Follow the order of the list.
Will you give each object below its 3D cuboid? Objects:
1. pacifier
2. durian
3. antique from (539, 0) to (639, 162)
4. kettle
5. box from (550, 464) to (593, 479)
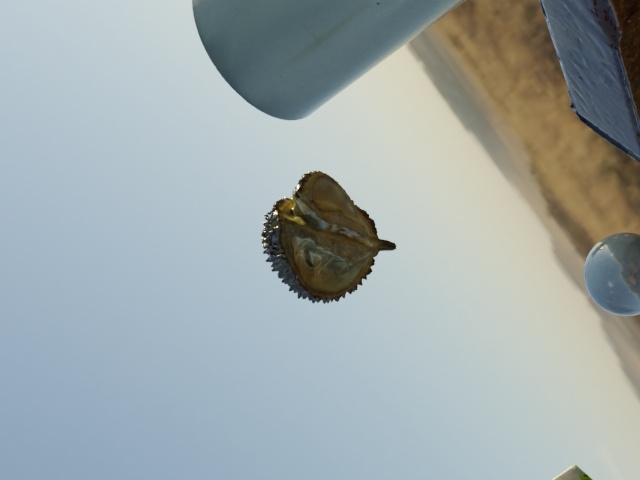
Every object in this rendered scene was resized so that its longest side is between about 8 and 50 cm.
[{"bbox_3d":[0.371,0.040,1.237,0.238,0.226,0.287,57,-145,-81],"label":"pacifier"},{"bbox_3d":[-0.001,-0.003,1.093,0.140,0.110,0.071,9,180,-40],"label":"durian"},{"bbox_3d":[0.222,-0.189,0.964,0.093,0.087,0.310,44,172,40],"label":"antique"},{"bbox_3d":[0.007,-0.387,1.679,0.361,0.377,0.250,43,-141,-23],"label":"kettle"},{"bbox_3d":[0.257,0.398,1.414,0.194,0.260,0.111,40,143,32],"label":"box"}]
